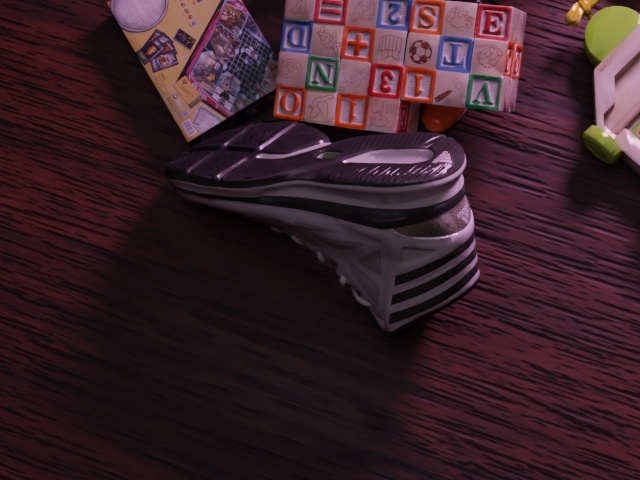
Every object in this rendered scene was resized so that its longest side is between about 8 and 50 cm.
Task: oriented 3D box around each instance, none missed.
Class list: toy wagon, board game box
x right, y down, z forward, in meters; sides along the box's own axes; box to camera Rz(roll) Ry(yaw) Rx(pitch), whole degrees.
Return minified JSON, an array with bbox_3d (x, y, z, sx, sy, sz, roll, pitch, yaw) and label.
[{"bbox_3d":[0.457,-0.192,1.665,0.267,0.068,0.344,-45,74,-4],"label":"toy wagon"},{"bbox_3d":[-0.164,-0.265,1.784,0.165,0.042,0.243,-31,74,0],"label":"board game box"}]

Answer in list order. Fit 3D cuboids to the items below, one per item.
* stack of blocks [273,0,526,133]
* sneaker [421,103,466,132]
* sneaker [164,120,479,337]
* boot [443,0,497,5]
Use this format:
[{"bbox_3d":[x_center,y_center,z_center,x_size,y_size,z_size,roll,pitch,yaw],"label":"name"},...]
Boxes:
[{"bbox_3d":[0.099,-0.222,1.662,0.297,0.087,0.171,9,97,20],"label":"stack of blocks"},{"bbox_3d":[0.180,-0.223,1.712,0.064,0.067,0.175,25,83,12],"label":"sneaker"},{"bbox_3d":[0.000,0.001,1.631,0.447,0.258,0.169,8,34,39],"label":"sneaker"},{"bbox_3d":[0.077,-0.343,1.748,0.263,0.091,0.229,-26,80,6],"label":"boot"}]
